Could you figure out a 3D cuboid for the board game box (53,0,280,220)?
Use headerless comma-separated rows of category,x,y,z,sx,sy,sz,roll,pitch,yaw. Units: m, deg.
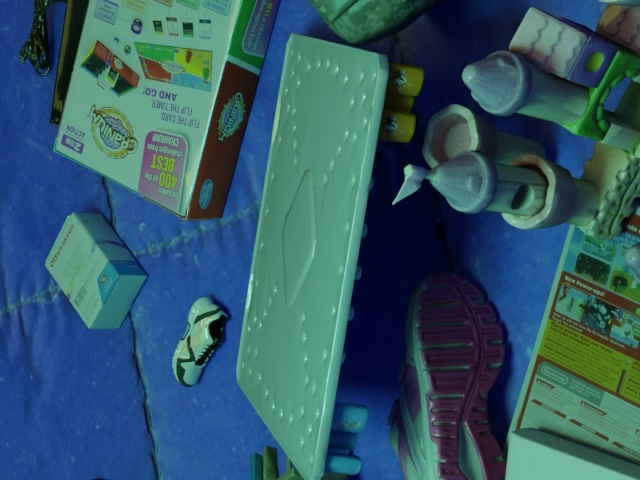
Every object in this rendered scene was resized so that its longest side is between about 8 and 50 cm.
board game box,-0.178,-0.212,1.925,0.242,0.064,0.317,27,108,35

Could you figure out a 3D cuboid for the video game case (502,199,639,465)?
video game case,0.282,0.115,1.514,0.204,0.025,0.285,27,108,42

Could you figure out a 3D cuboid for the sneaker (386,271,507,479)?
sneaker,0.112,0.157,1.625,0.111,0.103,0.252,-26,59,58

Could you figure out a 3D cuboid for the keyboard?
keyboard,-0.293,-0.295,2.078,0.201,0.033,0.317,17,100,36

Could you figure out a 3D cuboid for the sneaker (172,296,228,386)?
sneaker,-0.138,0.122,1.914,0.043,0.040,0.109,29,110,39

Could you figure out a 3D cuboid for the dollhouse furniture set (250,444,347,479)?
dollhouse furniture set,-0.017,0.302,1.758,0.129,0.129,0.184,-39,40,38

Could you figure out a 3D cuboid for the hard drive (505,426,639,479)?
hard drive,0.247,0.352,1.513,0.210,0.040,0.319,16,107,44

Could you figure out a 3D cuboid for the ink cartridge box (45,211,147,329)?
ink cartridge box,-0.277,0.036,2.042,0.122,0.052,0.088,49,121,31

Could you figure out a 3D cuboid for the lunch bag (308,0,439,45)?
lunch bag,0.069,-0.368,1.564,0.256,0.212,0.305,-37,86,32

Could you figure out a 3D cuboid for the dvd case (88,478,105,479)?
dvd case,-0.226,0.420,2.004,0.179,0.029,0.239,5,94,44

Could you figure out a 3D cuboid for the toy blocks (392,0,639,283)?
toy blocks,0.223,-0.126,1.385,0.309,0.260,0.289,43,113,42

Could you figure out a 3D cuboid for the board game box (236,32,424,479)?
board game box,0.000,0.000,1.646,0.390,0.050,0.390,-143,60,-74
